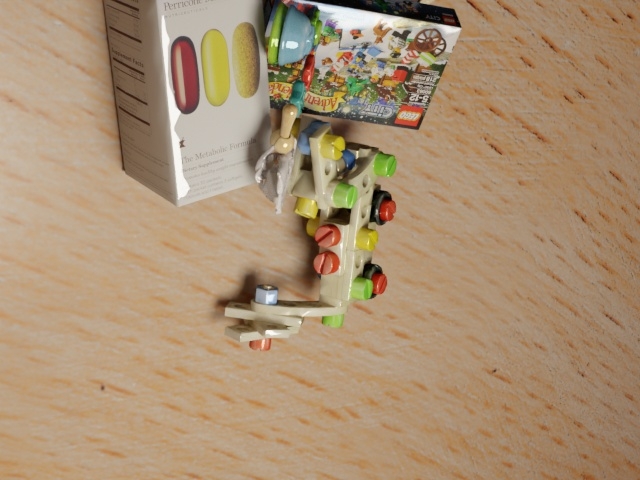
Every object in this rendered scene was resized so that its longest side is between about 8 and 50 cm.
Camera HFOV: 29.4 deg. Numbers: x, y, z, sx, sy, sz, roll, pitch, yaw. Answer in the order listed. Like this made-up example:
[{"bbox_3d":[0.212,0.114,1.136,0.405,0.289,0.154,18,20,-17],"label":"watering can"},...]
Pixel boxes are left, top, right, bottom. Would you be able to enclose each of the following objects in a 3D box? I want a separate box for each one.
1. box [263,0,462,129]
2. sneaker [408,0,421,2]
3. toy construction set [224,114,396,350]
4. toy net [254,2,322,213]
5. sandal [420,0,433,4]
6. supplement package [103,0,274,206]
[{"bbox_3d":[0.035,-0.223,1.481,0.233,0.044,0.159,6,131,-17],"label":"box"},{"bbox_3d":[0.148,-0.446,1.504,0.127,0.126,0.321,-6,111,-29],"label":"sneaker"},{"bbox_3d":[0.000,0.000,1.574,0.215,0.151,0.328,-15,129,-60],"label":"toy construction set"},{"bbox_3d":[-0.042,-0.148,1.379,0.045,0.122,0.232,12,101,3],"label":"toy net"},{"bbox_3d":[0.202,-0.386,1.602,0.240,0.079,0.088,-44,129,-13],"label":"sandal"},{"bbox_3d":[-0.149,-0.186,1.389,0.139,0.134,0.244,-20,121,-30],"label":"supplement package"}]
